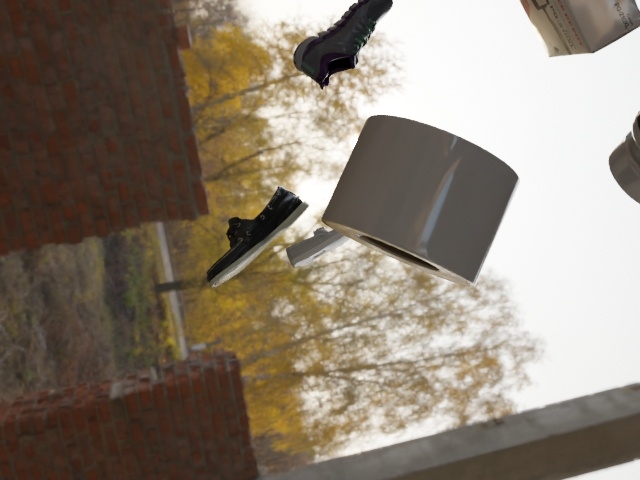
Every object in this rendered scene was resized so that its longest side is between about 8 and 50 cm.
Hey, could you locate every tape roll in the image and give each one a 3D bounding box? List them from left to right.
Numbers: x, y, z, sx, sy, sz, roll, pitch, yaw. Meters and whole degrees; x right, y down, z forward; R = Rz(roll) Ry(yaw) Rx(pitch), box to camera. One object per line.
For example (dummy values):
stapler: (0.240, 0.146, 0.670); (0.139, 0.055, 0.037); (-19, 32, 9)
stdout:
tape roll: (0.144, -0.056, 0.997); (0.169, 0.246, 0.246); (-66, -170, -2)

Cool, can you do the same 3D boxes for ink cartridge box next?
ink cartridge box: (0.444, -0.425, 1.206); (0.172, 0.100, 0.237); (58, 7, -11)

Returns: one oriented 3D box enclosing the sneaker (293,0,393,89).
sneaker: (0.062, -0.362, 1.254); (0.098, 0.224, 0.083); (49, -5, 22)

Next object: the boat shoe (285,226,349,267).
boat shoe: (0.000, 0.000, 1.681); (0.063, 0.184, 0.066); (59, 2, 19)

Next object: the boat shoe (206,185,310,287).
boat shoe: (-0.175, -0.022, 1.688); (0.113, 0.340, 0.127); (47, -24, 1)

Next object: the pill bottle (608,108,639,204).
pill bottle: (0.558, -0.177, 0.975); (0.283, 0.161, 0.161); (121, -40, -49)
